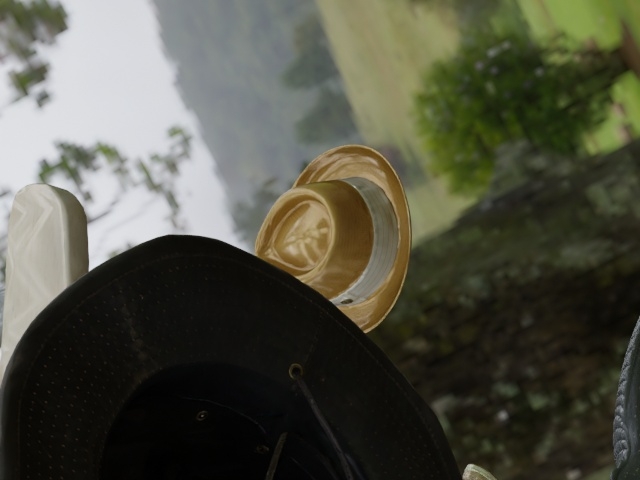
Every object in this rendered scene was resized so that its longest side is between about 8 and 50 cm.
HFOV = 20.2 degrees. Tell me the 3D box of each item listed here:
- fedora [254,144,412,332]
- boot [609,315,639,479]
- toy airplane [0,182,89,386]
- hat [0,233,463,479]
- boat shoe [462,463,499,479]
[{"bbox_3d":[0.000,0.000,1.655,0.079,0.194,0.194,3,-128,-40],"label":"fedora"},{"bbox_3d":[0.304,0.160,1.375,0.083,0.161,0.246,81,-161,-69],"label":"boot"},{"bbox_3d":[-0.210,0.205,1.294,0.384,0.386,0.272,44,-177,23],"label":"toy airplane"},{"bbox_3d":[-0.070,0.163,1.037,0.331,0.134,0.331,17,-117,-37],"label":"hat"},{"bbox_3d":[0.158,0.275,1.761,0.050,0.045,0.135,19,142,34],"label":"boat shoe"}]
